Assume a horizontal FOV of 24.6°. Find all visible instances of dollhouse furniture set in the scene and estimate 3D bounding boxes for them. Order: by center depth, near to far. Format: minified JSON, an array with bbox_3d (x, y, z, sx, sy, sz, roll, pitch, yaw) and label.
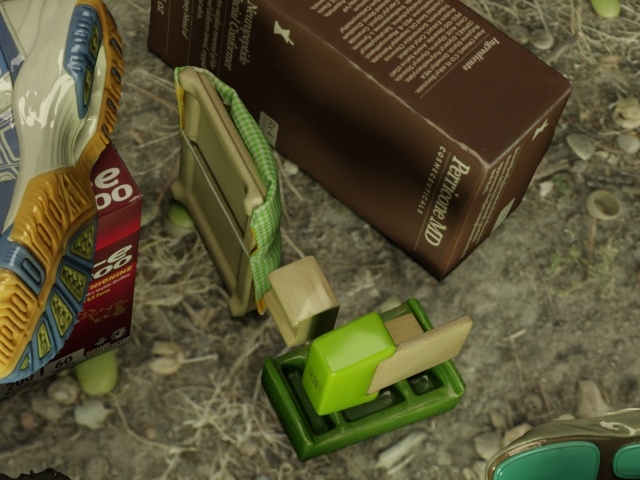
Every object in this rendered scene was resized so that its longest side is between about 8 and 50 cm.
[{"bbox_3d":[0.000,0.000,1.230,0.151,0.197,0.301,-20,64,-19],"label":"dollhouse furniture set"}]

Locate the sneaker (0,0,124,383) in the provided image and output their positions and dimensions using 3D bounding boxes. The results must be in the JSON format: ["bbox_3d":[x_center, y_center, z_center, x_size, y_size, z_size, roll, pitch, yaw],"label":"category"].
[{"bbox_3d":[-0.222,-0.038,1.003,0.131,0.112,0.296,1,58,10],"label":"sneaker"}]

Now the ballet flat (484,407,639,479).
[{"bbox_3d":[0.233,0.176,1.250,0.213,0.072,0.068,-4,32,-13],"label":"ballet flat"}]

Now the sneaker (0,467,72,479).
[{"bbox_3d":[-0.251,0.227,1.118,0.286,0.109,0.130,23,49,-4],"label":"sneaker"}]

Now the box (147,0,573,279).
[{"bbox_3d":[0.022,-0.160,1.340,0.381,0.191,0.143,37,60,15],"label":"box"}]

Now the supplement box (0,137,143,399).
[{"bbox_3d":[-0.215,0.025,1.153,0.130,0.239,0.073,-25,66,-22],"label":"supplement box"}]
